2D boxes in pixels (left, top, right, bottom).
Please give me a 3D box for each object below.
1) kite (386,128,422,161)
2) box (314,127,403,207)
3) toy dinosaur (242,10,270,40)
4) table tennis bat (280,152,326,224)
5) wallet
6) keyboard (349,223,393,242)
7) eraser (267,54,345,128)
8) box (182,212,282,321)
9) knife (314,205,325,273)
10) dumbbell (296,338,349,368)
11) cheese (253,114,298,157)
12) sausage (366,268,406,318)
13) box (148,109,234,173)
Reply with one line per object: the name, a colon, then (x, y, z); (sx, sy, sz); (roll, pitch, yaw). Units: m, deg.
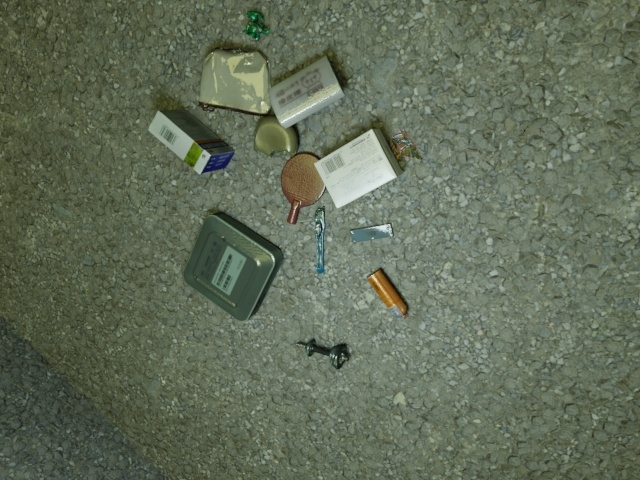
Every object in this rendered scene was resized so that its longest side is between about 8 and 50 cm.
kite: (0.301, -0.350, 1.829); (0.190, 0.010, 0.159); (14, 109, 17)
box: (0.147, -0.279, 1.843); (0.274, 0.116, 0.203); (-28, 92, 27)
toy dinosaur: (-0.252, -0.847, 1.876); (0.132, 0.059, 0.096); (34, 107, 18)
table tennis bat: (-0.082, -0.214, 1.989); (0.200, 0.038, 0.310); (23, 110, 13)
wallet: (-0.352, -0.649, 1.962); (0.335, 0.068, 0.274); (12, 112, 10)
keyboard: (0.208, -0.030, 1.945); (0.176, 0.014, 0.055); (-10, 101, 22)
eraser: (-0.057, -0.569, 1.828); (0.270, 0.095, 0.174); (-25, 72, 16)
box: (-0.408, 0.121, 2.157); (0.397, 0.111, 0.396); (32, 113, 11)
knife: (0.000, 0.001, 2.024); (0.044, 0.026, 0.296); (0, 104, 8)
dumbbell: (0.008, 0.492, 2.116); (0.255, 0.110, 0.110); (12, 108, 24)
cheese: (-0.178, -0.417, 1.942); (0.203, 0.091, 0.175); (24, 113, 13)
sausage: (0.282, 0.228, 1.957); (0.071, 0.071, 0.234); (-35, 90, 24)
box: (-0.541, -0.422, 2.012); (0.299, 0.200, 0.106); (41, 115, 6)
